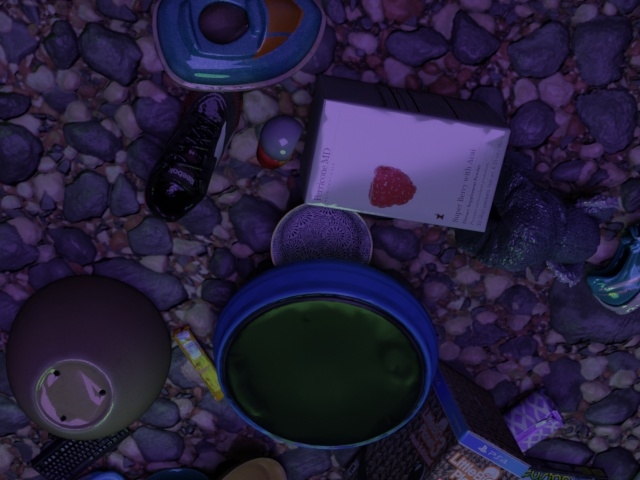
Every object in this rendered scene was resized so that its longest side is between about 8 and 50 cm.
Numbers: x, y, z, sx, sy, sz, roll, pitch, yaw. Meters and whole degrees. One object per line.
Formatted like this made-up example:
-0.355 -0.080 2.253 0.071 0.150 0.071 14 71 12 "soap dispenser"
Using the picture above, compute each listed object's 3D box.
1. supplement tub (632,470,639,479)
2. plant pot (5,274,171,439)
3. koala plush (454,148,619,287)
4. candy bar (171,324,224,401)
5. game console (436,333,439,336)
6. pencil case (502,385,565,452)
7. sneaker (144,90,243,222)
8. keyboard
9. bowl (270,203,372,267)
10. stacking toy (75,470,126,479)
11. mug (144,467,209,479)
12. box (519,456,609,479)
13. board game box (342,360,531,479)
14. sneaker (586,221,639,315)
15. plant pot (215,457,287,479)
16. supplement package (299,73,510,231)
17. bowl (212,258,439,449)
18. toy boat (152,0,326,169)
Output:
0.744 0.552 1.984 0.316 0.193 0.193 31 106 -14 "supplement tub"
-0.397 0.219 1.764 0.284 0.191 0.284 -1 105 -4 "plant pot"
0.376 -0.018 1.756 0.221 0.203 0.196 15 110 -22 "koala plush"
-0.210 0.219 1.880 0.040 0.018 0.161 -31 109 4 "candy bar"
0.140 0.197 1.870 0.122 0.071 0.107 3 110 -5 "game console"
0.355 0.361 1.939 0.206 0.088 0.086 -40 106 11 "pencil case"
-0.201 -0.142 1.683 0.098 0.135 0.276 26 105 -11 "sneaker"
-0.446 0.370 1.918 0.180 0.023 0.108 -39 108 9 "keyboard"
0.000 0.000 1.780 0.170 0.080 0.170 -1 111 -3 "bowl"
-0.405 0.558 1.843 0.175 0.302 0.165 -29 110 8 "stacking toy"
-0.274 0.493 1.916 0.158 0.129 0.097 -8 114 -15 "mug"
0.434 0.478 2.016 0.207 0.036 0.114 10 109 -8 "box"
0.195 0.405 1.862 0.141 0.232 0.291 32 105 -20 "board game box"
0.577 0.008 1.819 0.110 0.107 0.275 40 103 -7 "sneaker"
-0.153 0.497 1.918 0.236 0.032 0.236 -25 126 -39 "plant pot"
0.126 -0.141 1.685 0.293 0.175 0.177 8 111 -7 "supplement package"
0.007 0.208 1.806 0.391 0.077 0.391 2 126 3 "bowl"
-0.098 -0.263 1.587 0.268 0.148 0.318 -16 85 -13 "toy boat"
